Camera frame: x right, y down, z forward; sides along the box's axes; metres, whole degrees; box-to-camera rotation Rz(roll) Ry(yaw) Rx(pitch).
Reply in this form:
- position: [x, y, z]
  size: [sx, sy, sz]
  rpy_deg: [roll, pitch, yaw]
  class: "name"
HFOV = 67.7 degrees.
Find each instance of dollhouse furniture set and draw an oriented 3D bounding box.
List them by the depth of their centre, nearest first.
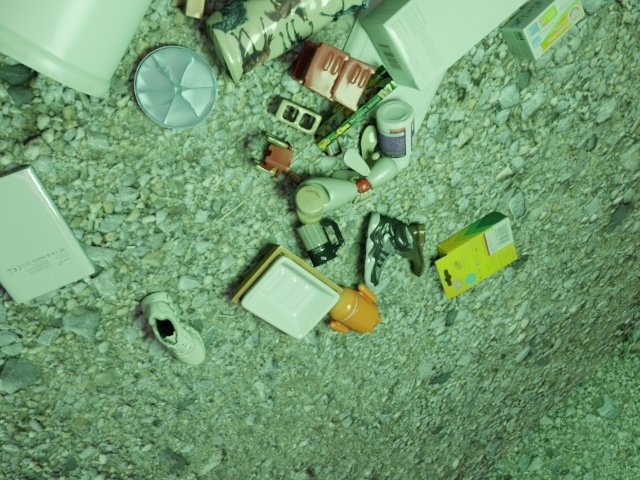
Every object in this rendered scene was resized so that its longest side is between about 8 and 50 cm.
- position: [-0.030, -0.315, 1.246]
  size: [0.152, 0.201, 0.374]
  rpy_deg: [21, 108, -20]
  class: "dollhouse furniture set"

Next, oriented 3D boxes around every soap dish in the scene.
- position: [-0.104, 0.161, 1.514]
  size: [0.291, 0.118, 0.229]
  rpy_deg: [38, 97, -32]
  class: "soap dish"

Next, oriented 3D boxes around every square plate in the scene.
- position: [0.228, -0.511, 1.371]
  size: [0.344, 0.049, 0.347]
  rpy_deg: [17, 107, -28]
  class: "square plate"

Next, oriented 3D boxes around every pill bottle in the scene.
- position: [0.223, -0.304, 1.409]
  size: [0.108, 0.108, 0.193]
  rpy_deg: [-27, 144, -8]
  class: "pill bottle"

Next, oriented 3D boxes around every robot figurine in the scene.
- position: [0.111, 0.236, 1.638]
  size: [0.219, 0.128, 0.158]
  rpy_deg: [33, 135, -32]
  class: "robot figurine"

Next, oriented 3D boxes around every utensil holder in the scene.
- position: [-0.481, -0.528, 0.912]
  size: [0.328, 0.327, 0.385]
  rpy_deg: [29, 99, -31]
  class: "utensil holder"

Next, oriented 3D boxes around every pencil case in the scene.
- position: [-0.086, -0.543, 1.159]
  size: [0.410, 0.160, 0.183]
  rpy_deg: [-33, 148, -4]
  class: "pencil case"

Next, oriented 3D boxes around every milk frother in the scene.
- position: [0.000, 0.000, 1.503]
  size: [0.129, 0.143, 0.134]
  rpy_deg: [-26, 92, -13]
  class: "milk frother"

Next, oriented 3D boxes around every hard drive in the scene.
- position: [-0.754, -0.009, 1.212]
  size: [0.210, 0.040, 0.318]
  rpy_deg: [-24, 121, -11]
  class: "hard drive"

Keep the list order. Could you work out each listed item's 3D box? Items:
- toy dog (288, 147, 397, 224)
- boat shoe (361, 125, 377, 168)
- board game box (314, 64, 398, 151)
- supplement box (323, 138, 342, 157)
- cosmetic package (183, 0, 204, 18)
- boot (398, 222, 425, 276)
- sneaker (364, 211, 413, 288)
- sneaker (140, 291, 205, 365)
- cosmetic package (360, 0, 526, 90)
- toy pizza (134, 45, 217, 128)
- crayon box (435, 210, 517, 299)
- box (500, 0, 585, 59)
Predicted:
- position: [0.041, -0.178, 1.384]
  size: [0.334, 0.220, 0.160]
  rpy_deg: [-25, 81, -31]
  class: "toy dog"
- position: [0.146, -0.285, 1.452]
  size: [0.049, 0.042, 0.132]
  rpy_deg: [0, 116, 0]
  class: "boat shoe"
- position: [0.086, -0.359, 1.292]
  size: [0.260, 0.136, 0.030]
  rpy_deg: [-38, 120, 19]
  class: "board game box"
- position: [0.024, -0.280, 1.376]
  size: [0.043, 0.083, 0.054]
  rpy_deg: [-26, 121, -8]
  class: "supplement box"
- position: [-0.292, -0.583, 1.115]
  size: [0.041, 0.060, 0.115]
  rpy_deg: [4, 114, -24]
  class: "cosmetic package"
- position: [0.307, 0.036, 1.668]
  size: [0.106, 0.082, 0.219]
  rpy_deg: [-4, 122, 3]
  class: "boot"
- position: [0.226, 0.043, 1.575]
  size: [0.153, 0.101, 0.268]
  rpy_deg: [6, 112, 8]
  class: "sneaker"
- position: [-0.441, 0.293, 1.444]
  size: [0.110, 0.118, 0.292]
  rpy_deg: [-32, 123, -7]
  class: "sneaker"
- position: [0.326, -0.605, 1.240]
  size: [0.385, 0.156, 0.217]
  rpy_deg: [-40, 123, 1]
  class: "cosmetic package"
- position: [-0.361, -0.382, 1.200]
  size: [0.202, 0.032, 0.201]
  rpy_deg: [-9, 117, -17]
  class: "toy pizza"
- position: [0.559, 0.055, 1.760]
  size: [0.319, 0.081, 0.202]
  rpy_deg: [-30, 122, -8]
  class: "crayon box"
- position: [0.674, -0.664, 1.447]
  size: [0.203, 0.103, 0.114]
  rpy_deg: [-43, 122, 2]
  class: "box"
